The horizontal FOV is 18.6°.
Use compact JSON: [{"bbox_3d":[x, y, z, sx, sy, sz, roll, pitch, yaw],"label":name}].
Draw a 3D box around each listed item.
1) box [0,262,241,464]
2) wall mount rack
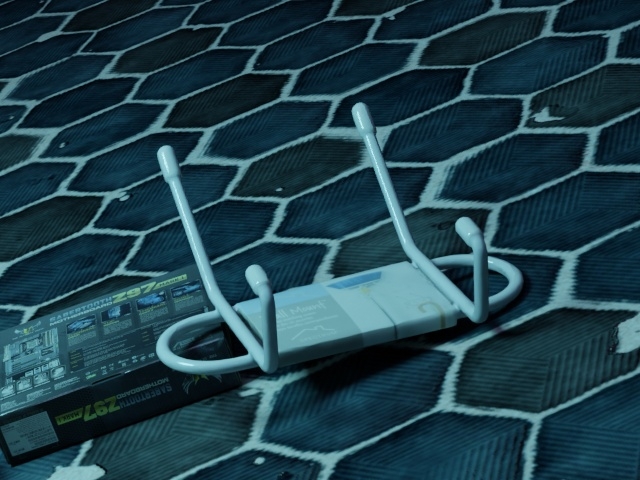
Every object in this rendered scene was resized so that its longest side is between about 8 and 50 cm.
[{"bbox_3d":[-0.201,0.113,1.870,0.232,0.059,0.183,-19,25,-2],"label":"box"},{"bbox_3d":[0.000,0.000,1.798,0.350,0.130,0.304,-13,27,-17],"label":"wall mount rack"}]
